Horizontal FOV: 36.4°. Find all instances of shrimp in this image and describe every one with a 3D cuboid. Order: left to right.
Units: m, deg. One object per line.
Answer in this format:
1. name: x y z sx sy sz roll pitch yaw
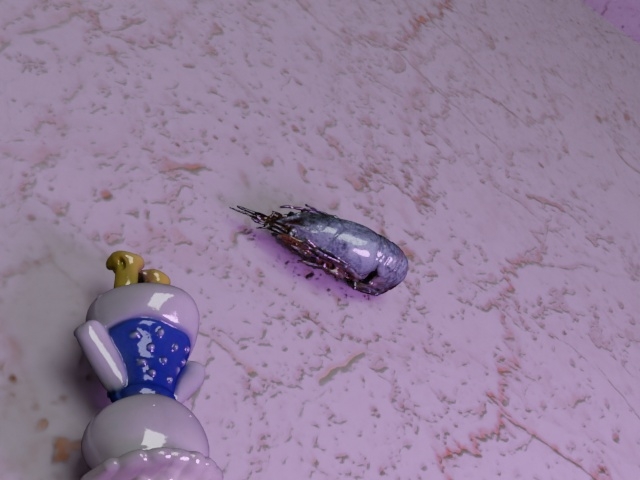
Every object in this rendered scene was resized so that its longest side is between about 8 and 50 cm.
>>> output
1. shrimp: 0.000 0.000 1.134 0.233 0.079 0.090 23 38 -19

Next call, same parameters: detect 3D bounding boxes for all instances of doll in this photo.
1. doll: -0.151 0.135 0.838 0.138 0.119 0.293 33 30 -41
